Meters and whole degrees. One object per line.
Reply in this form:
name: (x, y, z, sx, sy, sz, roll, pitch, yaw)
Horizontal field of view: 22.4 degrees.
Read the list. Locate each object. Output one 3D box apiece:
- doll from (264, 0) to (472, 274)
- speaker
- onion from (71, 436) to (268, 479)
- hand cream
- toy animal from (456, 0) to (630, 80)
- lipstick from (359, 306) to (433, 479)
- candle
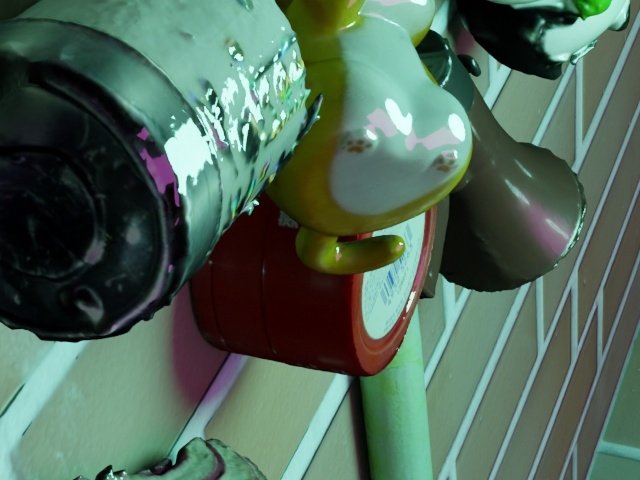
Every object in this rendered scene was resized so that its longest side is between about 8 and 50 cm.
doll: (0.017, -0.131, 1.193, 0.167, 0.162, 0.269, 17, 60, -38)
speaker: (0.124, -0.057, 1.720, 0.259, 0.198, 0.329, -59, 145, -6)
onion: (-0.111, 0.298, 1.212, 0.314, 0.146, 0.280, -22, 124, -72)
hand cream: (0.000, 0.000, 1.368, 0.230, 0.149, 0.230, 12, 90, -72)
toy animal: (0.250, -0.322, 1.815, 0.266, 0.212, 0.212, 71, 34, -59)
lipstick: (0.081, 0.176, 1.781, 0.076, 0.076, 0.304, -61, 153, -43)
candle: (-0.106, -0.084, 0.986, 0.330, 0.187, 0.187, -54, 148, -54)
